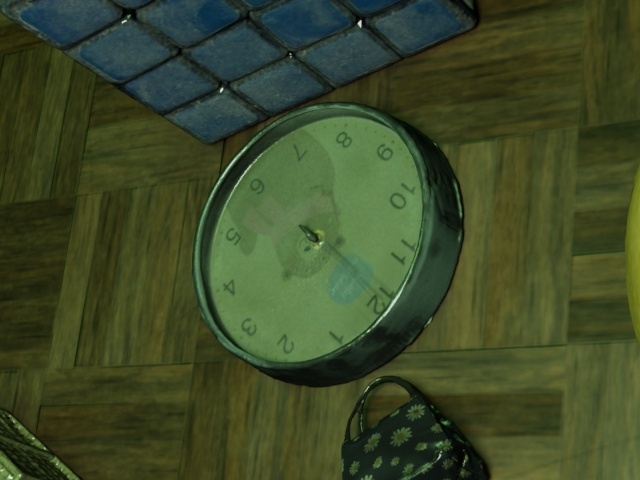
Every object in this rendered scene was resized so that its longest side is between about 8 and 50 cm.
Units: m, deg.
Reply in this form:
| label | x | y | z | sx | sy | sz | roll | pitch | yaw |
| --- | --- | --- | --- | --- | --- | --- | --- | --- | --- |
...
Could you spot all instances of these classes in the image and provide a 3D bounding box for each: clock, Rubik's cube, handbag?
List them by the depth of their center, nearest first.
| label | x | y | z | sx | sy | sz | roll | pitch | yaw |
| --- | --- | --- | --- | --- | --- | --- | --- | --- | --- |
| handbag | 0.069 | 0.173 | 1.244 | 0.115 | 0.072 | 0.139 | -37 | 42 | 19 |
| clock | 0.000 | 0.000 | 1.361 | 0.280 | 0.055 | 0.281 | -14 | 64 | 30 |
| Rubik's cube | -0.090 | -0.346 | 1.385 | 0.344 | 0.337 | 0.344 | -22 | 61 | 25 |

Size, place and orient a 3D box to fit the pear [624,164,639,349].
| label | x | y | z | sx | sy | sz | roll | pitch | yaw |
| --- | --- | --- | --- | --- | --- | --- | --- | --- | --- |
| pear | 0.368 | 0.006 | 0.928 | 0.348 | 0.348 | 0.348 | -13 | 64 | 30 |

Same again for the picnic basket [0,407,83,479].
| label | x | y | z | sx | sy | sz | roll | pitch | yaw |
| --- | --- | --- | --- | --- | --- | --- | --- | --- | --- |
| picnic basket | -0.345 | 0.264 | 1.441 | 0.196 | 0.134 | 0.154 | 33 | 88 | 38 |
